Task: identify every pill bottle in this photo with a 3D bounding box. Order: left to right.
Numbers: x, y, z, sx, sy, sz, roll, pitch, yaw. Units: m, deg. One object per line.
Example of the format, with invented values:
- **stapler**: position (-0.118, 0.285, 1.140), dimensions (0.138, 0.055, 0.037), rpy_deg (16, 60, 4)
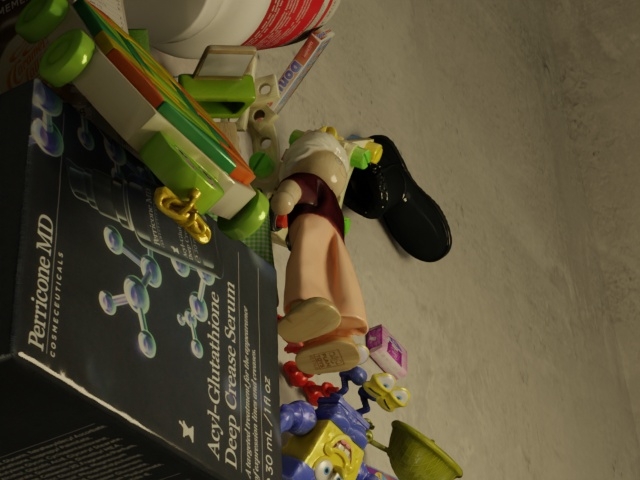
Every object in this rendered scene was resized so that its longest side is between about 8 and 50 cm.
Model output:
- **pill bottle**: position (-0.134, -0.360, 1.900), dimensions (0.229, 0.229, 0.408), rpy_deg (67, 24, -2)

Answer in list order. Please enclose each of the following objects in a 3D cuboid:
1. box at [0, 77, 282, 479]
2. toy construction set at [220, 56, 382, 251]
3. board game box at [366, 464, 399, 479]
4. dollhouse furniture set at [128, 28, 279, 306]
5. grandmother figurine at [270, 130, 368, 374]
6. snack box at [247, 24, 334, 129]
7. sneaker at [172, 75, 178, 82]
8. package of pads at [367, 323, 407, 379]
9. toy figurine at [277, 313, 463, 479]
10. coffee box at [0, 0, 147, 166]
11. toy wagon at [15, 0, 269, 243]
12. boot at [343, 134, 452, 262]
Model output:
- **box**: position (-0.228, 0.093, 1.357), dimensions (0.395, 0.212, 0.293), rpy_deg (40, 37, -45)
- **toy construction set**: position (-0.039, -0.105, 1.937), dimensions (0.328, 0.151, 0.215), rpy_deg (37, 75, -52)
- **board game box**: position (0.112, 0.388, 2.028), dimensions (0.169, 0.033, 0.133), rpy_deg (35, 41, -51)
- **dollhouse furniture set**: position (-0.142, -0.074, 1.642), dimensions (0.198, 0.151, 0.301), rpy_deg (-1, 67, -20)
- **grandmother figurine**: position (0.000, 0.000, 1.715), dimensions (0.208, 0.104, 0.342), rpy_deg (74, 10, -45)
- **snack box**: position (-0.044, -0.229, 2.055), dimensions (0.022, 0.178, 0.064), rpy_deg (39, 26, 4)
- **sneaker**: position (-0.161, -0.114, 1.809), dimensions (0.087, 0.092, 0.228), rpy_deg (32, 42, -51)
- **package of pads**: position (0.103, 0.172, 2.189), dimensions (0.083, 0.032, 0.050), rpy_deg (48, 30, -38)
- **toy figurine**: position (0.004, 0.280, 1.833), dimensions (0.362, 0.191, 0.217), rpy_deg (48, 60, -34)
- **coffee box**: position (-0.282, -0.175, 1.551), dimensions (0.098, 0.141, 0.246), rpy_deg (23, 49, -56)
- **toy wagon**: position (-0.153, -0.107, 1.349), dimensions (0.267, 0.068, 0.344), rpy_deg (42, 5, -34)
- **boot**: position (0.110, -0.056, 2.311), dimensions (0.246, 0.094, 0.207), rpy_deg (60, 21, -2)
